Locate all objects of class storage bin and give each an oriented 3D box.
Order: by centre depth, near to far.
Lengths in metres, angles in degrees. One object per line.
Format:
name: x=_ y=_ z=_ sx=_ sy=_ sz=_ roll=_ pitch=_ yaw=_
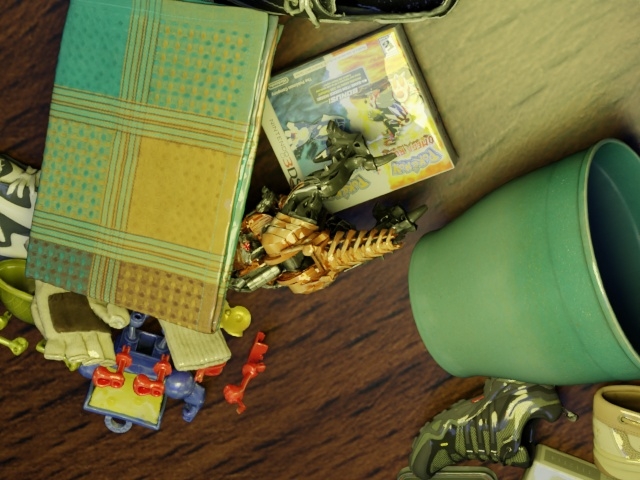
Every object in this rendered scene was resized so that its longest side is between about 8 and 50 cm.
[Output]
storage bin: x=0.160 y=0.358 z=1.714 sx=0.135 sy=0.091 sz=0.098 roll=-2 pitch=108 yaw=15

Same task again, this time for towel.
towel: x=-0.199 y=-0.102 z=1.511 sx=0.272 sy=0.040 sz=0.370 roll=16 pitch=102 yaw=21

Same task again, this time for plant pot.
plant pot: x=0.250 y=0.048 z=1.505 sx=0.255 sy=0.272 sz=0.271 roll=-17 pitch=104 yaw=33

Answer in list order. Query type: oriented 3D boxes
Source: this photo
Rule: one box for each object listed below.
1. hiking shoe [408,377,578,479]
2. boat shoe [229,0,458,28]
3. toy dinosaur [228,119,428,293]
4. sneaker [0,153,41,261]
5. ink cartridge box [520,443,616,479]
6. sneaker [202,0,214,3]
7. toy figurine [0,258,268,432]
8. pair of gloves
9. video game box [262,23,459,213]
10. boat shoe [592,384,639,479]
hiking shoe: x=0.209 y=0.249 z=1.650 sx=0.227 sy=0.086 sz=0.114 roll=-42 pitch=66 yaw=22
boat shoe: x=0.007 y=-0.298 z=1.521 sx=0.306 sy=0.105 sz=0.113 roll=13 pitch=111 yaw=9
toy dinosaur: x=0.000 y=0.000 z=1.508 sx=0.322 sy=0.218 sz=0.164 roll=27 pitch=148 yaw=44
sneaker: x=-0.376 y=-0.073 z=1.697 sx=0.235 sy=0.094 sz=0.153 roll=-35 pitch=106 yaw=32
ink cartridge box: x=0.373 y=0.433 z=1.701 sx=0.296 sy=0.066 sz=0.261 roll=20 pitch=111 yaw=7
sneaker: x=-0.204 y=-0.197 z=1.575 sx=0.148 sy=0.131 sz=0.350 roll=-3 pitch=109 yaw=-11
toy figurine: x=-0.272 y=0.183 z=1.706 sx=0.363 sy=0.191 sz=0.217 roll=16 pitch=129 yaw=-9
pair of gloves: x=-0.235 y=0.068 z=1.624 sx=0.240 sy=0.204 sz=0.042 roll=1 pitch=142 yaw=-20
video game box: x=0.038 y=-0.141 z=1.599 sx=0.205 sy=0.048 sz=0.187 roll=-21 pitch=106 yaw=20
boat shoe: x=0.496 y=0.230 z=1.566 sx=0.341 sy=0.121 sz=0.110 roll=-1 pitch=115 yaw=15
